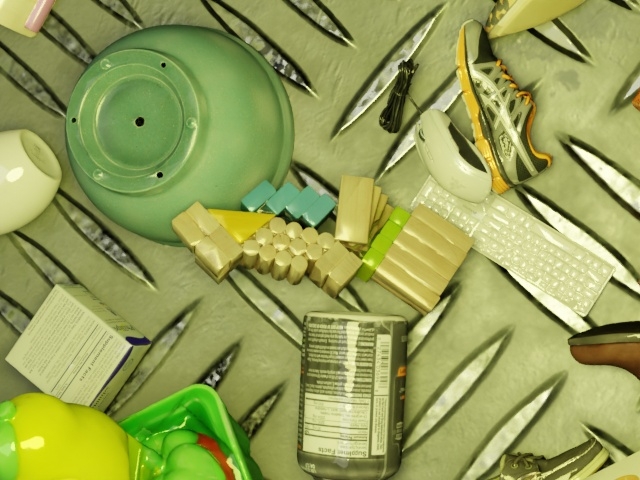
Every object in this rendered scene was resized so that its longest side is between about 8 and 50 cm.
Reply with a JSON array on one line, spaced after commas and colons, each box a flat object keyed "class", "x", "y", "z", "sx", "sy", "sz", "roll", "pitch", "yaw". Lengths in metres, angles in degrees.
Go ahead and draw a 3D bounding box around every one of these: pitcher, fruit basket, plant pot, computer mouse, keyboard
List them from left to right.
[{"class": "pitcher", "x": -0.462, "y": -0.069, "z": 1.818, "sx": 0.207, "sy": 0.178, "sz": 0.125, "roll": -34, "pitch": 46, "yaw": 14}, {"class": "fruit basket", "x": -0.258, "y": 0.326, "z": 1.642, "sx": 0.392, "sy": 0.392, "sz": 0.283, "roll": -27, "pitch": 71, "yaw": 13}, {"class": "plant pot", "x": -0.200, "y": -0.140, "z": 1.734, "sx": 0.293, "sy": 0.196, "sz": 0.293, "roll": -1, "pitch": 87, "yaw": 15}, {"class": "computer mouse", "x": 0.137, "y": -0.121, "z": 1.681, "sx": 0.193, "sy": 0.042, "sz": 0.106, "roll": 53, "pitch": 141, "yaw": 24}, {"class": "keyboard", "x": 0.235, "y": -0.004, "z": 1.704, "sx": 0.256, "sy": 0.014, "sz": 0.072, "roll": 33, "pitch": 97, "yaw": 14}]

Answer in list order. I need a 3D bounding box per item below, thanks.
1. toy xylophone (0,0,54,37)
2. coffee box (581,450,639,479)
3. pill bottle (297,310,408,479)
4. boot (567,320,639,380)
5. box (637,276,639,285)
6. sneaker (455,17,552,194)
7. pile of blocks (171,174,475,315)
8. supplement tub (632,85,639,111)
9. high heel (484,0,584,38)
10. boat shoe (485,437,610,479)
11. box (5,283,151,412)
[{"class": "toy xylophone", "x": -0.513, "y": -0.378, "z": 1.885, "sx": 0.323, "sy": 0.081, "sz": 0.236, "roll": 41, "pitch": 99, "yaw": 13}, {"class": "coffee box", "x": 0.484, "y": 0.388, "z": 1.412, "sx": 0.334, "sy": 0.337, "sz": 0.338, "roll": -29, "pitch": 102, "yaw": 12}, {"class": "pill bottle", "x": 0.037, "y": 0.211, "z": 1.692, "sx": 0.130, "sy": 0.130, "sz": 0.245, "roll": 3, "pitch": 89, "yaw": 15}, {"class": "boot", "x": 0.417, "y": 0.240, "z": 1.627, "sx": 0.264, "sy": 0.096, "sz": 0.280, "roll": 3, "pitch": 97, "yaw": 8}, {"class": "box", "x": 0.470, "y": -0.005, "z": 1.465, "sx": 0.243, "sy": 0.213, "sz": 0.117, "roll": -42, "pitch": 77, "yaw": 1}, {"class": "sneaker", "x": 0.218, "y": -0.168, "z": 1.682, "sx": 0.083, "sy": 0.084, "sz": 0.215, "roll": -16, "pitch": 95, "yaw": 15}, {"class": "pile of blocks", "x": 0.000, "y": 0.000, "z": 1.707, "sx": 0.362, "sy": 0.112, "sz": 0.149, "roll": 10, "pitch": 76, "yaw": -3}, {"class": "supplement tub", "x": 0.499, "y": -0.246, "z": 1.546, "sx": 0.193, "sy": 0.193, "sz": 0.316, "roll": 34, "pitch": 96, "yaw": 14}, {"class": "high heel", "x": 0.274, "y": -0.379, "z": 1.687, "sx": 0.261, "sy": 0.093, "sz": 0.186, "roll": -40, "pitch": 56, "yaw": 23}, {"class": "boat shoe", "x": 0.237, "y": 0.291, "z": 1.660, "sx": 0.223, "sy": 0.080, "sz": 0.073, "roll": -34, "pitch": 85, "yaw": 16}, {"class": "box", "x": -0.317, "y": 0.145, "z": 1.821, "sx": 0.137, "sy": 0.072, "sz": 0.126, "roll": 37, "pitch": 98, "yaw": 14}]
